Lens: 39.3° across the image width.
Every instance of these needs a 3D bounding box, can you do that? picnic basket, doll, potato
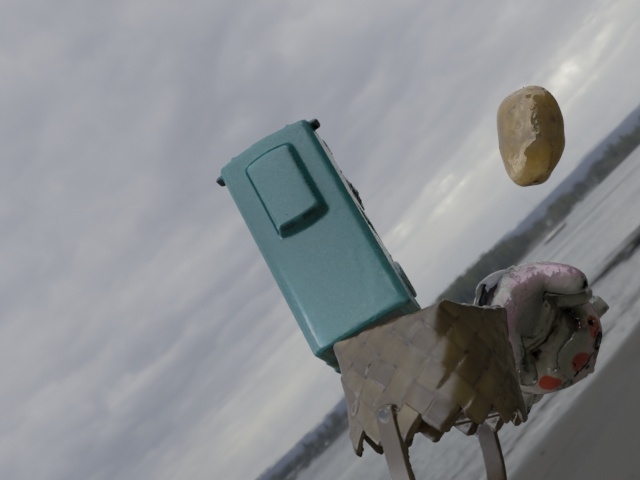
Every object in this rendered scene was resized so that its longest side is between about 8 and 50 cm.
[{"bbox_3d":[0.091,0.146,0.694,0.128,0.178,0.138,1,-21,-44],"label":"picnic basket"},{"bbox_3d":[0.217,0.093,0.901,0.149,0.095,0.192,-55,-42,-5],"label":"doll"},{"bbox_3d":[0.369,-0.185,1.570,0.109,0.178,0.118,-4,-4,-19],"label":"potato"}]

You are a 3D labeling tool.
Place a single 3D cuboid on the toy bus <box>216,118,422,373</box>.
[{"bbox_3d":[0.000,0.000,0.965,0.128,0.256,0.147,-31,-20,5],"label":"toy bus"}]
